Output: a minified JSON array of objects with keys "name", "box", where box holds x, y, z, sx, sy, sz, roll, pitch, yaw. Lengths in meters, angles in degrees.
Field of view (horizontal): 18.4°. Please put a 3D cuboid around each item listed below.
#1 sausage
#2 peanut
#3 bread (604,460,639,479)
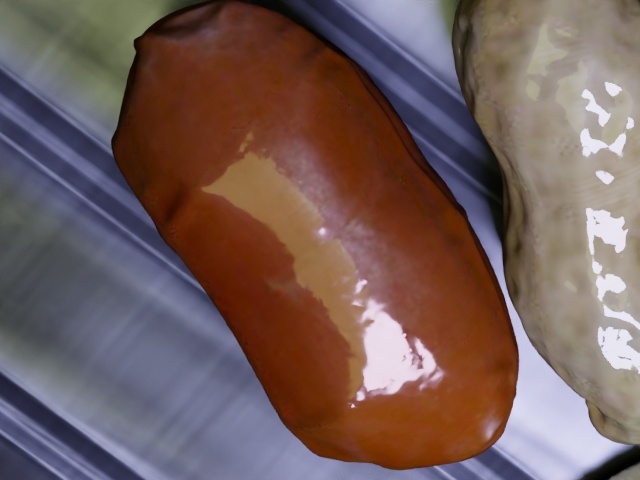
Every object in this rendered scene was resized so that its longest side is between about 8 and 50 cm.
[{"name":"sausage","box":[0.002,-0.001,0.942,0.133,0.133,0.258,-31,100,12]},{"name":"peanut","box":[0.133,-0.018,0.940,0.117,0.101,0.263,-3,109,26]},{"name":"bread","box":[0.124,0.175,1.021,0.154,0.068,0.028,-32,141,12]}]
